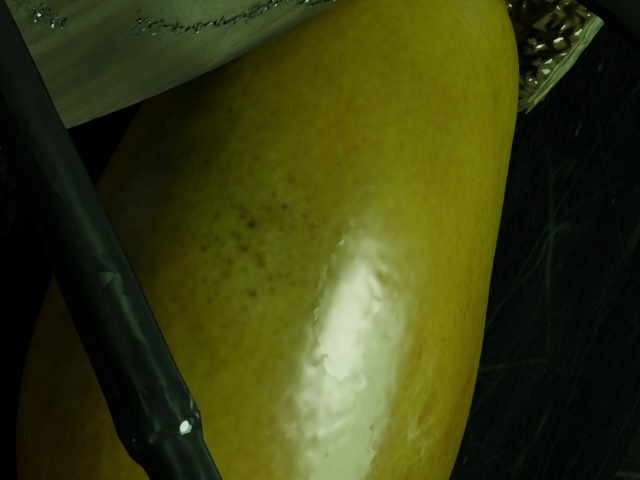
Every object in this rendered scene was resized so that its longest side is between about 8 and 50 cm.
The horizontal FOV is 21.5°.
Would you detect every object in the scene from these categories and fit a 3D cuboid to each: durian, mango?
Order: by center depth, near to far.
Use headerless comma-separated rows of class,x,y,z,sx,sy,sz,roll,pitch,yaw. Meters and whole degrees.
mango,-0.011,0.016,0.686,0.317,0.173,0.211,-68,161,-7
durian,0.130,-0.163,0.925,0.188,0.091,0.148,-55,172,-2

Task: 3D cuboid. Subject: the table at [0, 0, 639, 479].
table,0.037,-0.061,0.418,0.317,0.249,0.317,-33,155,-17
